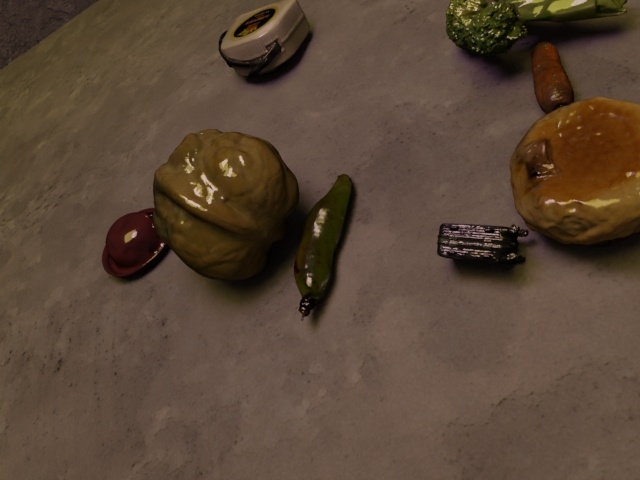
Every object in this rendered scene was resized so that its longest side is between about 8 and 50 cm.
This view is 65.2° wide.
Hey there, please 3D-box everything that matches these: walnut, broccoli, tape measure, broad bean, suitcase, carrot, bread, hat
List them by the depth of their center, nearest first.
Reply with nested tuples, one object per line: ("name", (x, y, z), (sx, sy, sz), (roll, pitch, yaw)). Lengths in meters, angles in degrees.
("bread", (0.397, -0.091, 0.737), (0.244, 0.134, 0.244), (-18, 49, 22))
("suitcase", (0.250, 0.004, 0.783), (0.126, 0.086, 0.059), (6, 88, 34))
("carrot", (0.420, -0.300, 0.922), (0.060, 0.060, 0.186), (-13, 51, 22))
("broad bean", (0.000, 0.000, 0.952), (0.077, 0.061, 0.339), (2, 60, 23))
("broccoli", (0.366, -0.467, 0.960), (0.254, 0.186, 0.302), (-34, 29, -10))
("walnut", (-0.186, -0.075, 0.985), (0.277, 0.253, 0.282), (36, 78, 35))
("hat", (-0.453, -0.007, 1.209), (0.205, 0.089, 0.205), (-15, 51, 20))
("tape measure", (-0.181, -0.549, 1.411), (0.271, 0.133, 0.231), (2, 52, 34))
